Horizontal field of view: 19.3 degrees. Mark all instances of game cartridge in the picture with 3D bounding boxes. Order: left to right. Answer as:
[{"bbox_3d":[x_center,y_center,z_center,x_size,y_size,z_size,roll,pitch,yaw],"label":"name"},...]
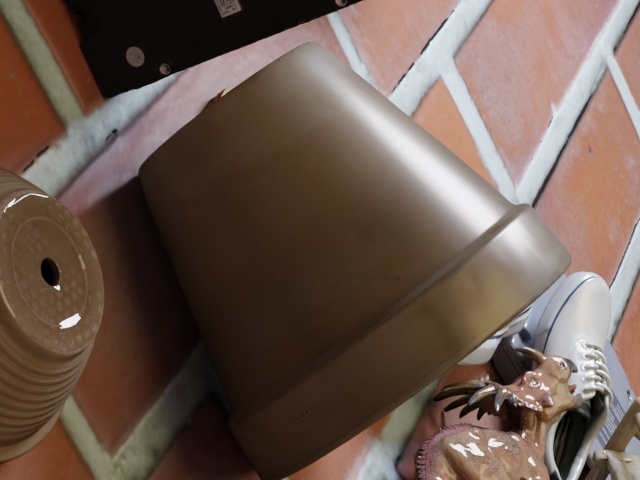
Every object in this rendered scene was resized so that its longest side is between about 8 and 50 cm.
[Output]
[{"bbox_3d":[0.297,0.171,2.214,0.297,0.062,0.198,58,28,-25],"label":"game cartridge"}]

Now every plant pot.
[{"bbox_3d":[-0.231,0.036,1.320,0.237,0.109,0.237,35,47,-47],"label":"plant pot"},{"bbox_3d":[0.000,0.000,1.584,0.280,0.323,0.323,53,31,-1],"label":"plant pot"}]

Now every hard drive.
[{"bbox_3d":[-0.077,-0.277,1.516,0.237,0.339,0.064,65,30,-11],"label":"hard drive"}]

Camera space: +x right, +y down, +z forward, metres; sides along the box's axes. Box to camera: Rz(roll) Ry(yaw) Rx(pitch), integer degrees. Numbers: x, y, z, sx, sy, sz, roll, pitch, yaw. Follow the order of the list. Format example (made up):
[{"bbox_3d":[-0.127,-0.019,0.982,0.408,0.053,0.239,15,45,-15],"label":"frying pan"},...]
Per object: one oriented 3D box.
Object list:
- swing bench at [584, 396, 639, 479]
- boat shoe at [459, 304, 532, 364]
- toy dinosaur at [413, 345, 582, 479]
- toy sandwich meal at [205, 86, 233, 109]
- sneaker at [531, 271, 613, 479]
[{"bbox_3d":[0.310,0.344,1.889,0.165,0.254,0.253,39,18,-22],"label":"swing bench"},{"bbox_3d":[0.157,0.056,1.958,0.302,0.109,0.094,-21,132,-69],"label":"boat shoe"},{"bbox_3d":[0.156,0.222,1.874,0.295,0.127,0.200,-10,84,-57],"label":"toy dinosaur"},{"bbox_3d":[-0.076,-0.098,1.742,0.085,0.029,0.086,40,43,-51],"label":"toy sandwich meal"},{"bbox_3d":[0.282,0.159,2.058,0.094,0.091,0.258,26,74,-37],"label":"sneaker"}]
